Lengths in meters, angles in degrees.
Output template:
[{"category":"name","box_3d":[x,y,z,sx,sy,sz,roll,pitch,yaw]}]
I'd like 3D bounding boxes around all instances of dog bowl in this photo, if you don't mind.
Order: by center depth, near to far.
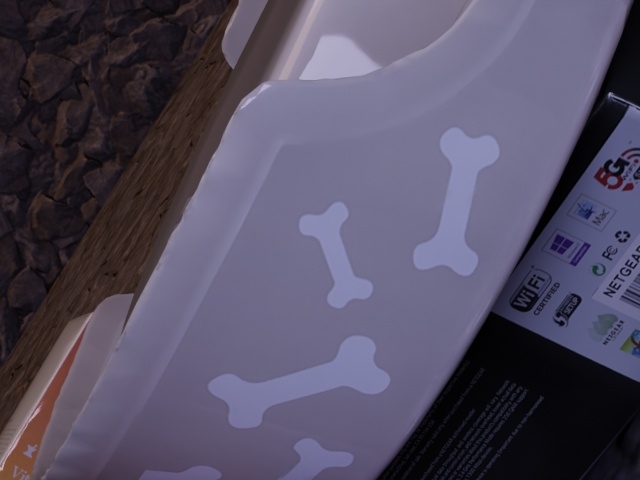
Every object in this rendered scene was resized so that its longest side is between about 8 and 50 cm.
[{"category":"dog bowl","box_3d":[0.009,-0.047,0.647,0.349,0.102,0.349,-63,7,15]}]

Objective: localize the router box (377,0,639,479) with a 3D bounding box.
[{"category":"router box","box_3d":[0.077,0.006,0.709,0.309,0.081,0.243,-59,9,36]}]

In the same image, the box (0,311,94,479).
[{"category":"box","box_3d":[-0.160,0.157,1.219,0.170,0.130,0.091,-61,12,-14]}]
